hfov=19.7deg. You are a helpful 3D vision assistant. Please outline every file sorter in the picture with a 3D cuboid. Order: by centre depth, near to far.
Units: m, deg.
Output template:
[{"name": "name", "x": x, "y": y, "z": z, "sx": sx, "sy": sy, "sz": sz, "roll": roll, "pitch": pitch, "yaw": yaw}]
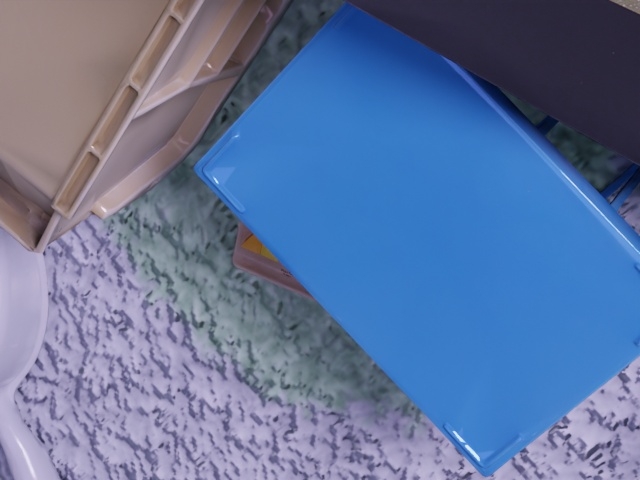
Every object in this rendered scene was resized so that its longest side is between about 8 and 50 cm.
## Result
[{"name": "file sorter", "x": 0.062, "y": -0.019, "z": 0.741, "sx": 0.170, "sy": 0.104, "sz": 0.118, "roll": 46, "pitch": 123, "yaw": 1}]

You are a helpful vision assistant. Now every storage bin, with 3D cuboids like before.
[{"name": "storage bin", "x": -0.129, "y": -0.174, "z": 0.758, "sx": 0.262, "sy": 0.123, "sz": 0.260, "roll": 39, "pitch": 123, "yaw": 5}]

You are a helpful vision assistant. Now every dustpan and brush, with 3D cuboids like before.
[{"name": "dustpan and brush", "x": -0.184, "y": 0.059, "z": 0.932, "sx": 0.147, "sy": 0.060, "sz": 0.211, "roll": -22, "pitch": 94, "yaw": 19}]

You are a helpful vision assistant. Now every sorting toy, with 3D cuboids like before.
[{"name": "sorting toy", "x": 0.000, "y": 0.000, "z": 0.834, "sx": 0.083, "sy": 0.012, "sz": 0.062, "roll": 23, "pitch": 119, "yaw": 16}]

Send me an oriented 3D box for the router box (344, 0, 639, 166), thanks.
[{"name": "router box", "x": 0.141, "y": -0.143, "z": 0.585, "sx": 0.308, "sy": 0.081, "sz": 0.243, "roll": 26, "pitch": 125, "yaw": -19}]
